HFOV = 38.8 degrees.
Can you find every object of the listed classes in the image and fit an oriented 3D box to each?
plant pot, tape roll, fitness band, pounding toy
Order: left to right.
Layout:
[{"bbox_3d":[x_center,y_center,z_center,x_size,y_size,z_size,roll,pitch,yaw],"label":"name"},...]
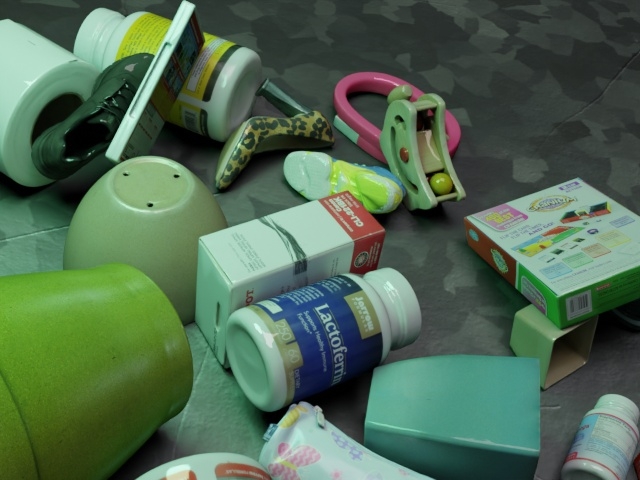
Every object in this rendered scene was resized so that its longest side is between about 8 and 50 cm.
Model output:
[{"bbox_3d":[-0.518,-0.237,1.592,0.169,0.246,0.246,32,48,18],"label":"tape roll"},{"bbox_3d":[-0.367,0.189,1.160,0.366,0.366,0.353,38,39,24],"label":"plant pot"},{"bbox_3d":[-0.275,-0.023,1.465,0.284,0.191,0.284,5,46,-5],"label":"plant pot"},{"bbox_3d":[0.153,-0.251,1.871,0.209,0.054,0.291,-30,59,-34],"label":"fitness band"},{"bbox_3d":[0.213,-0.194,1.708,0.155,0.154,0.269,-15,76,-22],"label":"pounding toy"},{"bbox_3d":[0.183,0.266,1.298,0.234,0.165,0.165,6,44,8],"label":"plant pot"},{"bbox_3d":[0.372,0.157,1.481,0.109,0.109,0.096,-24,42,-30],"label":"plant pot"}]

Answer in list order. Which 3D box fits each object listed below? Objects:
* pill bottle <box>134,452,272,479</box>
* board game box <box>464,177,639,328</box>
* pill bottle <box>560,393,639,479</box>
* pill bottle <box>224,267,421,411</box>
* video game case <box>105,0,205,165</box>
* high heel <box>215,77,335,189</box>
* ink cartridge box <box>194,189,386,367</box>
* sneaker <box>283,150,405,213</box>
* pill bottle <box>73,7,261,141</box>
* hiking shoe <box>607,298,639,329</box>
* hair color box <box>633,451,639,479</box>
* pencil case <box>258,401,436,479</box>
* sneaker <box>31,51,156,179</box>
[{"bbox_3d":[-0.109,0.444,1.022,0.210,0.210,0.362,-8,48,-18],"label":"pill bottle"},{"bbox_3d":[0.426,0.009,1.548,0.242,0.064,0.316,-19,29,-10],"label":"board game box"},{"bbox_3d":[0.421,0.307,1.348,0.087,0.087,0.160,27,46,15],"label":"pill bottle"},{"bbox_3d":[0.008,0.136,1.327,0.265,0.153,0.153,-19,52,-29],"label":"pill bottle"},{"bbox_3d":[-0.276,-0.249,1.550,0.025,0.204,0.285,26,85,0],"label":"video game case"},{"bbox_3d":[-0.082,-0.166,1.736,0.186,0.093,0.261,35,64,-17],"label":"high heel"},{"bbox_3d":[-0.053,0.059,1.422,0.273,0.197,0.114,-20,51,-28],"label":"ink cartridge box"},{"bbox_3d":[0.052,-0.108,1.705,0.240,0.091,0.126,23,17,24],"label":"sneaker"},{"bbox_3d":[-0.298,-0.332,1.766,0.334,0.187,0.188,22,46,10],"label":"pill bottle"},{"bbox_3d":[0.630,0.041,1.619,0.113,0.132,0.304,35,50,21],"label":"hiking shoe"},{"bbox_3d":[0.516,0.376,1.329,0.072,0.043,0.141,5,46,-8],"label":"hair color box"},{"bbox_3d":[0.049,0.331,1.231,0.273,0.113,0.124,29,68,16],"label":"pencil case"},{"bbox_3d":[-0.356,-0.212,1.537,0.109,0.130,0.286,46,67,-24],"label":"sneaker"}]
